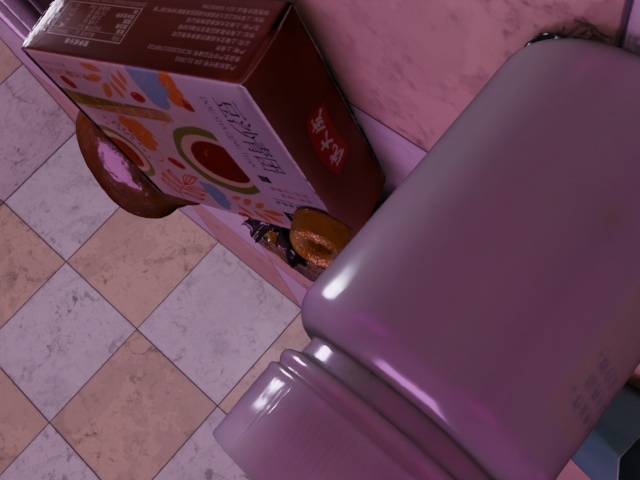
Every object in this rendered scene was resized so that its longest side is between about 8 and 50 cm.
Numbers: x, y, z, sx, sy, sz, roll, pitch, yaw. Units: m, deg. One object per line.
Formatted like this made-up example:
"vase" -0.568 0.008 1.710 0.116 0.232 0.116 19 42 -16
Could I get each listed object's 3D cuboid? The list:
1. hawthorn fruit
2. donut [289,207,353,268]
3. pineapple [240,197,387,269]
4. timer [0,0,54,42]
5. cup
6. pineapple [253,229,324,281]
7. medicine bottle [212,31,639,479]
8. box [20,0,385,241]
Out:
"hawthorn fruit" -0.313 -0.195 1.358 0.301 0.268 0.267 49 167 -29
"donut" 0.000 0.000 1.000 0.097 0.043 0.108 16 155 26
"pineapple" 0.004 -0.026 1.193 0.310 0.170 0.141 18 170 45
"timer" -0.505 -0.448 1.303 0.262 0.087 0.237 49 -158 -34
"cup" 0.376 0.238 1.037 0.148 0.134 0.235 18 -169 -29
"pineapple" -0.020 0.021 1.582 0.236 0.114 0.186 35 167 17
"medicine bottle" 0.116 0.051 0.540 0.213 0.379 0.213 39 167 10
"box" -0.148 -0.167 1.013 0.385 0.122 0.344 16 158 32
